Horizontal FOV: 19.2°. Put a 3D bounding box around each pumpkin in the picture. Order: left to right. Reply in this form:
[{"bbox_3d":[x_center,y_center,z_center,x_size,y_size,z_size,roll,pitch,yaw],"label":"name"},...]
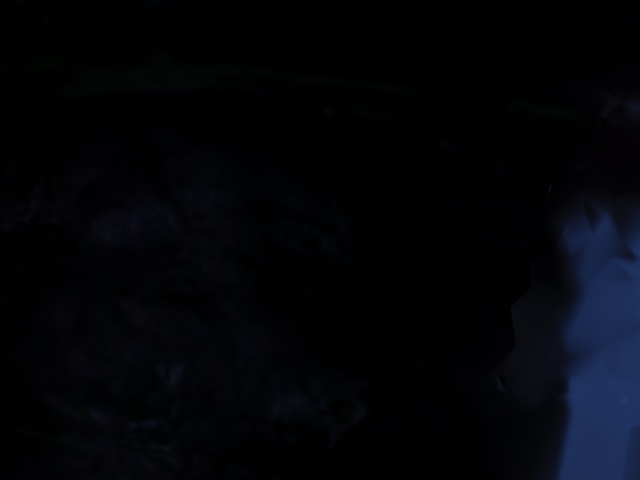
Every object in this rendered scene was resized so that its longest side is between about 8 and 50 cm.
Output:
[{"bbox_3d":[0.000,0.000,0.452,0.315,0.238,0.315,6,90,-86],"label":"pumpkin"}]
